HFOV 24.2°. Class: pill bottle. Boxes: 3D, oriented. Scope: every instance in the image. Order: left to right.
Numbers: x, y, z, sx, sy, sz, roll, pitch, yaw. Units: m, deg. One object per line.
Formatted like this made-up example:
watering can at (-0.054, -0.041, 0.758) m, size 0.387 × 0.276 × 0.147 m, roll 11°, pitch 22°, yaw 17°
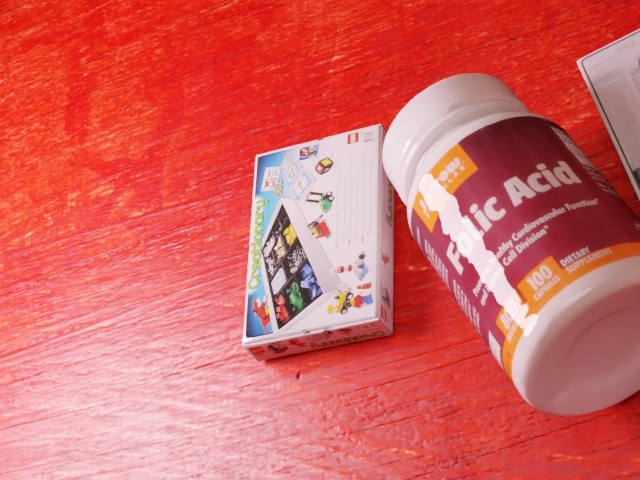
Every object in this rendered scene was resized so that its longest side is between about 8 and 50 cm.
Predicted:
pill bottle at (0.237, -0.008, 1.725) m, size 0.224 × 0.224 × 0.392 m, roll -36°, pitch 49°, yaw 5°

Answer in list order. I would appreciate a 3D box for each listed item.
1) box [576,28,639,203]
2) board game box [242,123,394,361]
box at (0.436, -0.130, 1.780) m, size 0.169 × 0.087 × 0.290 m, roll -25°, pitch 51°, yaw 14°
board game box at (0.000, 0.000, 1.971) m, size 0.193 × 0.053 × 0.305 m, roll -12°, pitch 55°, yaw 22°
